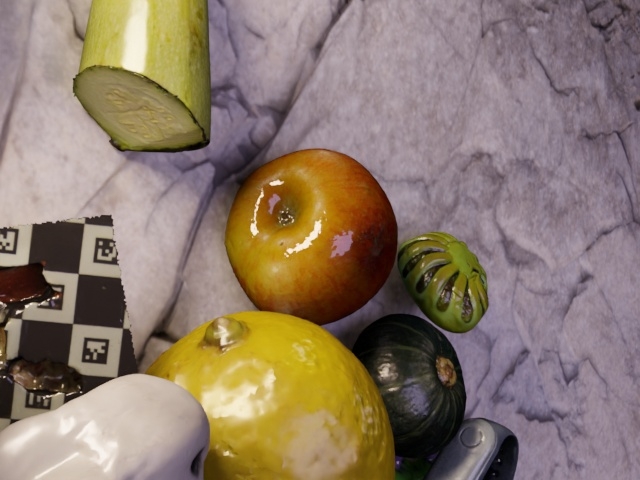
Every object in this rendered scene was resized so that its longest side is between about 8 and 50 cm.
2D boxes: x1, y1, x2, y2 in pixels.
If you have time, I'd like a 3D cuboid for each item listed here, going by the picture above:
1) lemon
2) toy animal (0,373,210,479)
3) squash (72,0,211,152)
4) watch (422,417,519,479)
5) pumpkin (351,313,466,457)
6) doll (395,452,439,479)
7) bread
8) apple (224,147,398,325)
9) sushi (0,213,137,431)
[{"bbox_3d":[-0.053,0.207,1.168,0.260,0.260,0.284,-19,131,-45],"label":"lemon"},{"bbox_3d":[-0.228,0.256,0.952,0.258,0.194,0.357,24,101,-44],"label":"toy animal"},{"bbox_3d":[-0.158,-0.231,1.128,0.137,0.137,0.287,6,84,-47],"label":"squash"},{"bbox_3d":[0.176,0.317,1.509,0.206,0.068,0.193,-59,150,-21],"label":"watch"},{"bbox_3d":[0.098,0.166,1.416,0.167,0.125,0.167,29,42,-31],"label":"pumpkin"},{"bbox_3d":[0.119,0.292,1.509,0.190,0.050,0.115,-7,106,-51],"label":"doll"},{"bbox_3d":[0.151,0.044,1.473,0.130,0.071,0.139,47,24,6],"label":"bread"},{"bbox_3d":[0.000,0.000,1.301,0.195,0.160,0.173,-65,155,-13],"label":"apple"},{"bbox_3d":[-0.253,0.122,1.060,0.193,0.043,0.279,-9,98,-11],"label":"sushi"}]
